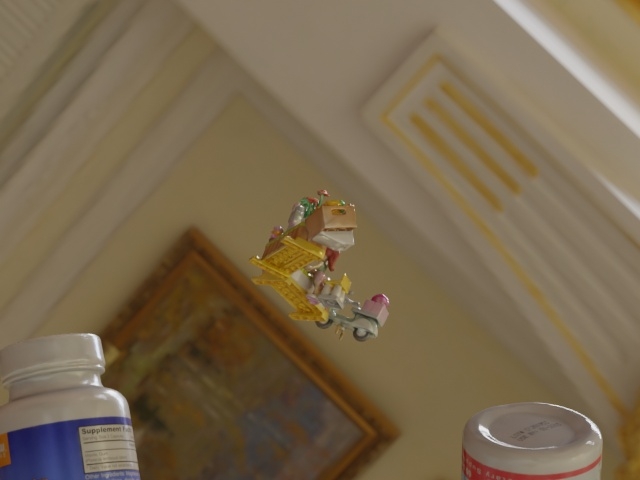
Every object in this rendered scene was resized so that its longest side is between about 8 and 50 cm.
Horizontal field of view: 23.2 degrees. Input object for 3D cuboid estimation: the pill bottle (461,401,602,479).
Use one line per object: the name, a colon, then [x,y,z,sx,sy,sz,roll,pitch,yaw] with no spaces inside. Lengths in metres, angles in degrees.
pill bottle: [0.132,0.191,0.987,0.087,0.087,0.160,-41,133,-65]

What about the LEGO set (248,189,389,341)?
LEGO set: [0.000,0.000,1.662,0.287,0.132,0.107,74,31,-61]

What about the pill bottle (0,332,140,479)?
pill bottle: [-0.270,0.243,1.654,0.152,0.272,0.152,-11,168,-2]
